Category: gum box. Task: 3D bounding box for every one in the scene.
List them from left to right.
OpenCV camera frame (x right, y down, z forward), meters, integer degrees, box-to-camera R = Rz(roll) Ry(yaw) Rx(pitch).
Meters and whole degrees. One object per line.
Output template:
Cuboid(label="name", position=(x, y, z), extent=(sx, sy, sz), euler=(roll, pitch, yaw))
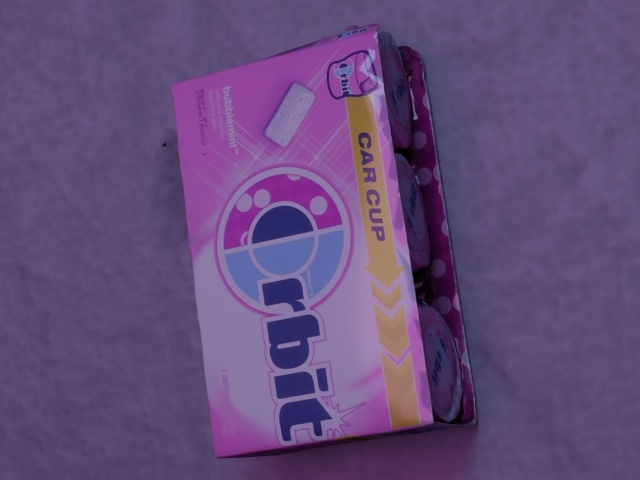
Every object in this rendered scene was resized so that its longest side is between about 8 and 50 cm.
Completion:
Cuboid(label="gum box", position=(0.000, 0.000, 0.733), extent=(0.107, 0.062, 0.188), euler=(-12, 79, 23))
